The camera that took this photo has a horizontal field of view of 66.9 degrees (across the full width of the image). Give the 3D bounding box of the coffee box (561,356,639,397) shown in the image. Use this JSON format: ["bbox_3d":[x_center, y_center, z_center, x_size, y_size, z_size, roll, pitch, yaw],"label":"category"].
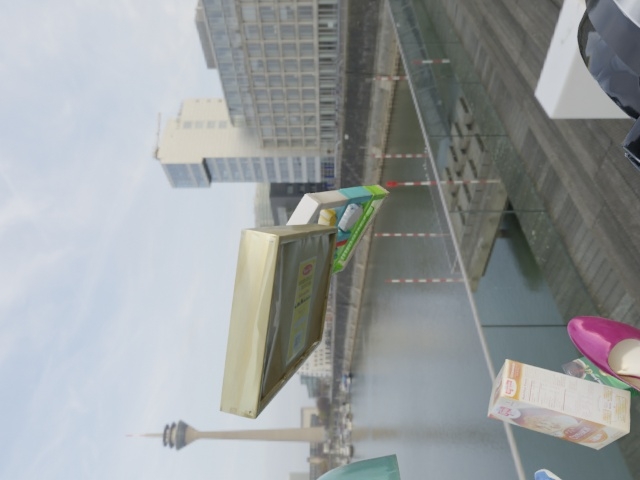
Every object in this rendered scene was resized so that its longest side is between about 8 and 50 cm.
[{"bbox_3d":[0.633,0.283,1.037,0.040,0.184,0.113,55,-161,-28],"label":"coffee box"}]

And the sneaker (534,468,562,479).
[{"bbox_3d":[0.572,0.638,1.229,0.152,0.084,0.058,156,91,-78],"label":"sneaker"}]

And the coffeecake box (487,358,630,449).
[{"bbox_3d":[0.391,0.277,0.815,0.142,0.185,0.068,75,-148,-56],"label":"coffeecake box"}]

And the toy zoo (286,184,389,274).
[{"bbox_3d":[0.000,0.000,0.819,0.293,0.030,0.192,-17,-39,-56],"label":"toy zoo"}]

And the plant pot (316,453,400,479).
[{"bbox_3d":[0.097,0.713,1.239,0.293,0.235,0.293,-6,-90,-86],"label":"plant pot"}]

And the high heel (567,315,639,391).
[{"bbox_3d":[0.462,0.188,0.663,0.082,0.244,0.117,-54,-14,11],"label":"high heel"}]

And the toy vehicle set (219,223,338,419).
[{"bbox_3d":[-0.033,0.067,0.547,0.267,0.035,0.166,-12,-69,-77],"label":"toy vehicle set"}]

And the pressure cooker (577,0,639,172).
[{"bbox_3d":[0.402,-0.212,0.319,0.421,0.369,0.376,98,179,-51],"label":"pressure cooker"}]
